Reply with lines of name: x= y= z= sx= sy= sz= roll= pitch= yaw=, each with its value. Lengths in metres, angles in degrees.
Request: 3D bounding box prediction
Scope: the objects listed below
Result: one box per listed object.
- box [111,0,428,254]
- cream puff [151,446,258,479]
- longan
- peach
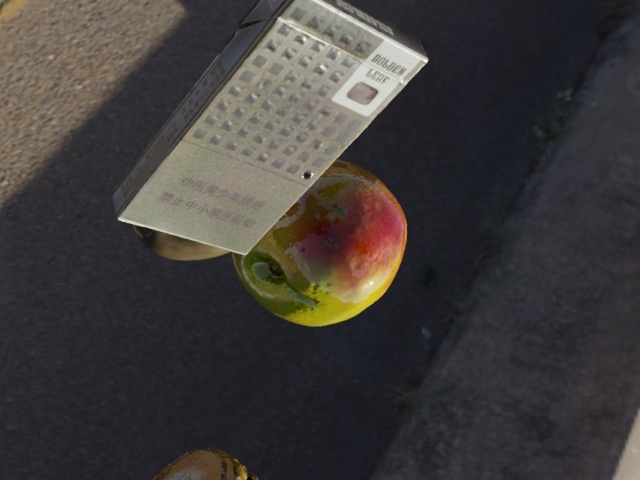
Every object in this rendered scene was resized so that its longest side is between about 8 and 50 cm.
box: x=-0.058 y=-0.118 z=0.972 sx=0.180 sy=0.325 sz=0.047 roll=18 pitch=37 yaw=-39
cream puff: x=-0.146 y=0.339 z=1.140 sx=0.165 sy=0.150 sz=0.115 roll=-39 pitch=125 yaw=-20
longan: x=-0.203 y=-0.067 z=1.561 sx=0.246 sy=0.246 sz=0.215 roll=-22 pitch=66 yaw=-44
peach: x=0.000 y=0.000 z=1.243 sx=0.231 sy=0.231 sz=0.230 roll=8 pitch=78 yaw=-43
